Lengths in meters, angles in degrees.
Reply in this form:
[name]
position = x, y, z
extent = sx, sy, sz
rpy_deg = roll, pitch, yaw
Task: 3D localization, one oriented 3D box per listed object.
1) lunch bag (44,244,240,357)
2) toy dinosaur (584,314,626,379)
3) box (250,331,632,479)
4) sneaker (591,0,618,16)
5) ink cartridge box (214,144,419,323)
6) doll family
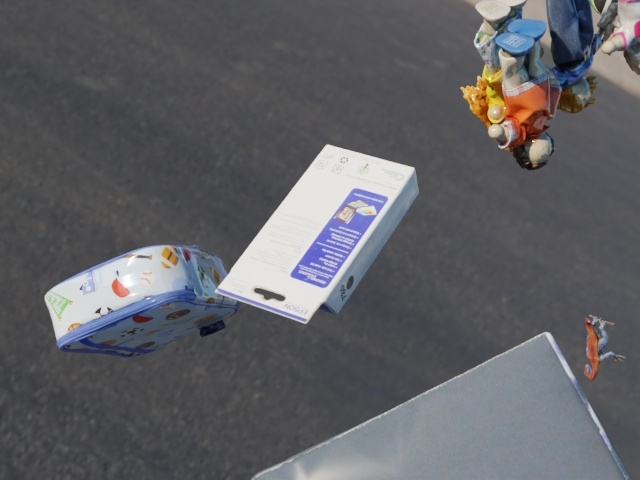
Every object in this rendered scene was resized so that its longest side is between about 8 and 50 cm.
[lunch bag]
position = -0.269, 0.101, 1.863
extent = 0.115, 0.243, 0.303
rpy_deg = 68, 11, 15
[toy dinosaur]
position = 0.345, 0.138, 1.558
extent = 0.090, 0.082, 0.047
rpy_deg = 10, 7, -38
[box]
position = 0.141, 0.269, 0.870
extent = 0.293, 0.212, 0.395
rpy_deg = 64, 3, 18
[sneaker]
position = 0.370, -0.379, 1.718
extent = 0.097, 0.084, 0.234
rpy_deg = 16, 24, -9
[ink cartridge box]
position = 0.000, 0.000, 1.831
extent = 0.165, 0.065, 0.332
rpy_deg = 19, 54, 28
[doll family]
position = 0.216, -0.172, 1.130
extent = 0.263, 0.163, 0.118
rpy_deg = -37, 45, -25
